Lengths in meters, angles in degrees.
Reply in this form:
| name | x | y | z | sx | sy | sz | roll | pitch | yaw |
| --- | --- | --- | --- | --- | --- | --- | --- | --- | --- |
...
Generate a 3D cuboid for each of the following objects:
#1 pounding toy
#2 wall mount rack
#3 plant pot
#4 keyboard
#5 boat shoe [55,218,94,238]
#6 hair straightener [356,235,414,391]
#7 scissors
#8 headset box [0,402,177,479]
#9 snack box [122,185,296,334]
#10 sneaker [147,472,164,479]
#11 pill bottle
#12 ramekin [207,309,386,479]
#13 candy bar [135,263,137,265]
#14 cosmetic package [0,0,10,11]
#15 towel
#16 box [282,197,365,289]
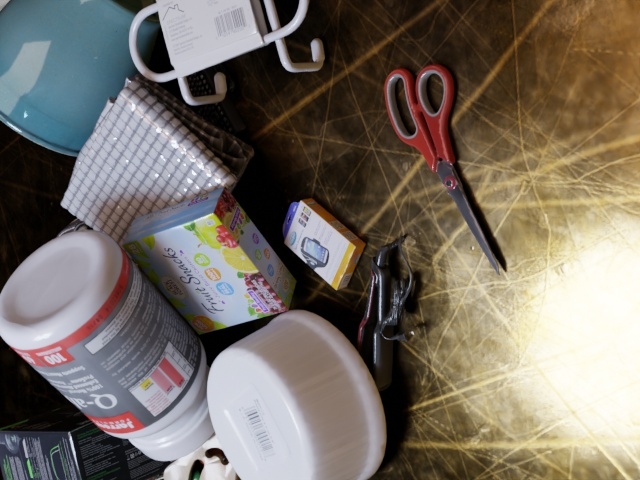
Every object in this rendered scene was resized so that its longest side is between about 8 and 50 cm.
| name | x | y | z | sx | sy | sz | roll | pitch | yaw |
| --- | --- | --- | --- | --- | --- | --- | --- | --- | --- |
| pounding toy | -0.159 | 0.379 | 1.664 | 0.154 | 0.155 | 0.270 | -27 | 90 | 14 |
| wall mount rack | -0.133 | -0.366 | 1.422 | 0.350 | 0.130 | 0.304 | -11 | 96 | 38 |
| plant pot | -0.391 | -0.320 | 1.597 | 0.255 | 0.271 | 0.272 | -49 | 66 | 22 |
| keyboard | -0.176 | -0.237 | 1.566 | 0.108 | 0.023 | 0.180 | -40 | 74 | 40 |
| boat shoe | -0.405 | 0.000 | 1.783 | 0.285 | 0.092 | 0.103 | -3 | 98 | 43 |
| hair straightener | 0.102 | 0.107 | 1.383 | 0.089 | 0.047 | 0.230 | 22 | 110 | 37 |
| scissors | 0.158 | -0.090 | 1.297 | 0.109 | 0.021 | 0.297 | -16 | 90 | 41 |
| headset box | -0.406 | 0.362 | 1.766 | 0.283 | 0.246 | 0.131 | -10 | 93 | 45 |
| snack box | -0.164 | 0.035 | 1.487 | 0.174 | 0.070 | 0.207 | -17 | 125 | 27 |
| sneaker | -0.291 | 0.439 | 1.796 | 0.188 | 0.071 | 0.066 | -22 | 85 | 43 |
| pill bottle | -0.303 | 0.172 | 1.512 | 0.210 | 0.210 | 0.363 | 10 | 146 | 41 |
| ramekin | -0.046 | 0.253 | 1.451 | 0.277 | 0.135 | 0.277 | 27 | 126 | 43 |
| candy bar | -0.395 | 0.066 | 1.826 | 0.161 | 0.040 | 0.018 | -20 | 96 | 44 |
| cosmetic package | -0.516 | -0.502 | 1.755 | 0.309 | 0.113 | 0.160 | -5 | 96 | 43 |
| towel | -0.257 | -0.101 | 1.562 | 0.235 | 0.121 | 0.284 | 39 | 128 | 2 |
| box | 0.000 | 0.000 | 1.456 | 0.136 | 0.028 | 0.081 | 43 | 125 | 30 |
